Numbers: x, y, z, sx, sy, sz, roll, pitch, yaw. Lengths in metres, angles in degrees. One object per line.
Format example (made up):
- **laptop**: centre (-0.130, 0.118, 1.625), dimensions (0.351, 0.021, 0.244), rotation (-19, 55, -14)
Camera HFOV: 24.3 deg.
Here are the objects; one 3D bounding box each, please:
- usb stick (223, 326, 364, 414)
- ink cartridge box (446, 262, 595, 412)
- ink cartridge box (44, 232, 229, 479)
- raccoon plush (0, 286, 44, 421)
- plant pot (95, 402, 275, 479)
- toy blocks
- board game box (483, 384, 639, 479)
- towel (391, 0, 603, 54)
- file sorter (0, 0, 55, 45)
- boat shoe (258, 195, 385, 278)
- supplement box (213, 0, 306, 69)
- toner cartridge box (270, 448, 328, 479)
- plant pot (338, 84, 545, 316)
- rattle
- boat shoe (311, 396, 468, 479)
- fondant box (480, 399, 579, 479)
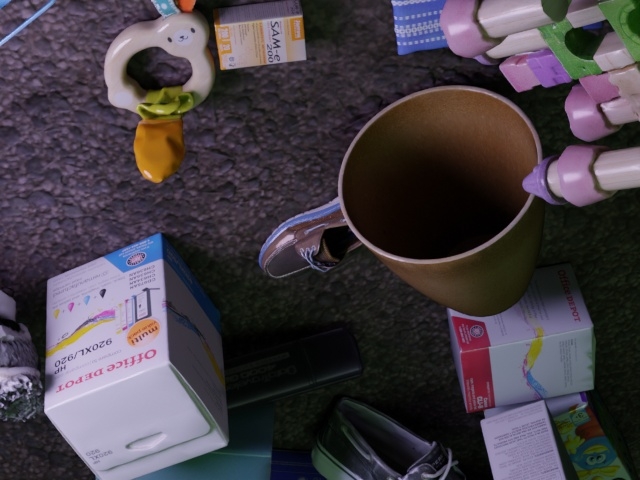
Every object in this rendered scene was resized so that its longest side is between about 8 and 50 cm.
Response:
- **usb stick**: centre (-0.077, 0.180, 1.954), dimensions (0.278, 0.077, 0.045), rotation (-15, 156, -15)
- **ink cartridge box**: centre (0.263, 0.128, 1.960), dimensions (0.176, 0.128, 0.127), rotation (-10, 132, 1)
- **ink cartridge box**: centre (-0.227, 0.148, 1.834), dimensions (0.171, 0.232, 0.168), rotation (-22, 131, 10)
- **raccoon plush**: centre (-0.531, 0.219, 1.760), dimensions (0.299, 0.216, 0.446), rotation (36, 88, -2)
- **plant pot**: centre (-0.182, 0.275, 2.004), dimensions (0.234, 0.165, 0.165), rotation (3, 130, -2)
- **toy blocks**: centre (0.257, -0.225, 1.588), dimensions (0.260, 0.309, 0.288), rotation (-8, 131, 49)
- **board game box**: centre (0.343, 0.285, 2.100), dimensions (0.144, 0.142, 0.275), rotation (-25, 130, 13)
- **towel**: centre (0.191, -0.352, 1.591), dimensions (0.243, 0.040, 0.336), rotation (-8, 132, -1)
- **file sorter**: centre (-0.357, -0.295, 1.515), dimensions (0.118, 0.104, 0.170), rotation (-33, 128, 20)
- **boat shoe**: centre (0.000, 0.000, 1.850), dimensions (0.183, 0.066, 0.066), rotation (-34, 127, 20)
- **supplement box**: centre (-0.067, -0.230, 1.659), dimensions (0.098, 0.036, 0.062), rotation (-8, 132, -2)
- **toner cartridge box**: centre (-0.086, 0.383, 2.166), dimensions (0.348, 0.075, 0.165), rotation (6, 131, -14)
- **plant pot**: centre (0.169, -0.016, 1.779), dimensions (0.237, 0.237, 0.254), rotation (-19, 146, 8)
- **rattle**: centre (-0.170, -0.189, 1.617), dimensions (0.130, 0.142, 0.199), rotation (27, 130, -6)
- **boat shoe**: centre (0.136, 0.332, 2.038), dimensions (0.335, 0.121, 0.119), rotation (27, 124, 17)
- **fondant box**: centre (0.306, 0.405, 1.885), dimensions (0.096, 0.330, 0.238), rotation (-19, 131, 11)
